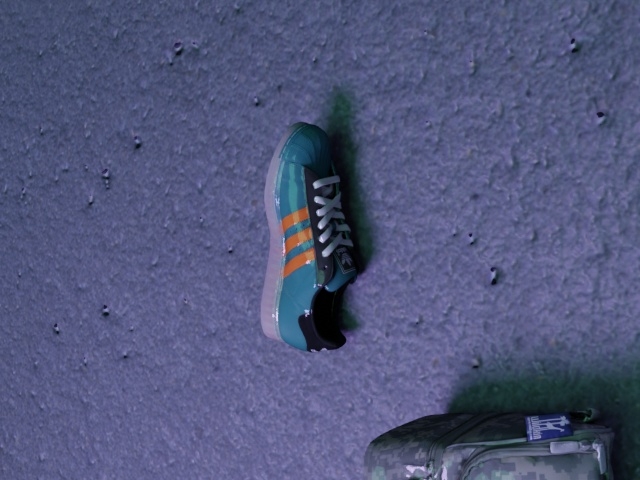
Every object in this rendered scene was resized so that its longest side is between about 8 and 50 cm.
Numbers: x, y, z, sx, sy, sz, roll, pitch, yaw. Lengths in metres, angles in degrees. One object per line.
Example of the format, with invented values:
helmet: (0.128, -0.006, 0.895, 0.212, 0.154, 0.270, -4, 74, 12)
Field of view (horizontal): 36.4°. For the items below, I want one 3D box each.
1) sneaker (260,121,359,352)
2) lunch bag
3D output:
sneaker: (0.000, 0.000, 1.272, 0.121, 0.108, 0.302, 13, 108, 33)
lunch bag: (0.207, 0.337, 1.076, 0.256, 0.212, 0.305, -7, 87, 30)
